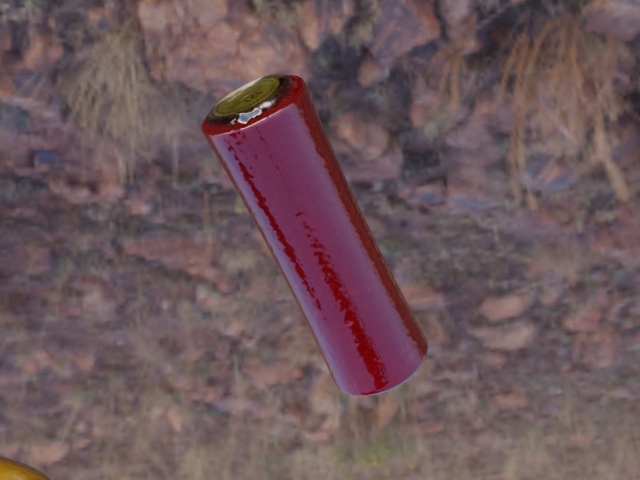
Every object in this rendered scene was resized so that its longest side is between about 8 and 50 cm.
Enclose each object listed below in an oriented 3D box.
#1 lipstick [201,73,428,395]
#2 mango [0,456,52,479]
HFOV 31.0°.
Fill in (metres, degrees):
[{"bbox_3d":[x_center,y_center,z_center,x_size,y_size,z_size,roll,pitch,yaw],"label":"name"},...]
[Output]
[{"bbox_3d":[0.000,0.000,0.818,0.080,0.080,0.241,-16,116,21],"label":"lipstick"},{"bbox_3d":[-0.215,0.229,0.802,0.115,0.165,0.089,-24,178,14],"label":"mango"}]
